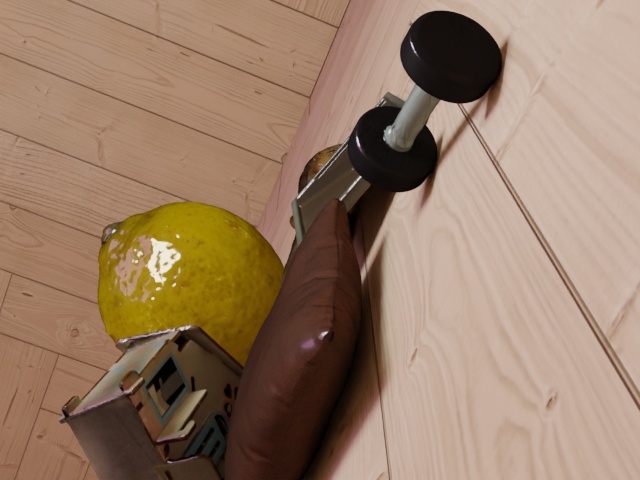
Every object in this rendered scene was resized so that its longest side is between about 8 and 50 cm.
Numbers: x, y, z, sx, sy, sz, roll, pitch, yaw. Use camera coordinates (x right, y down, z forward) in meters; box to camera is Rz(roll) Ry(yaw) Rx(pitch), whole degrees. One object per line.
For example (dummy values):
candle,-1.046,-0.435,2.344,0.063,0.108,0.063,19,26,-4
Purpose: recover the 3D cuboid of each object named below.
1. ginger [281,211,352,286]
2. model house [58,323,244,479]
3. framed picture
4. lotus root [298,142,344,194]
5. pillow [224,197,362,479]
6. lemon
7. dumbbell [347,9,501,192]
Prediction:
ginger,0.000,0.001,1.446,0.166,0.080,0.333,-46,13,26
model house,-0.157,0.259,1.221,0.244,0.169,0.326,-61,-48,-63
framed picture,0.044,-0.106,1.354,0.240,0.020,0.324,-49,10,7
lotus root,-0.005,-0.101,1.734,0.329,0.078,0.167,156,136,-79
pillow,-0.027,0.142,1.106,0.308,0.108,0.305,-83,13,-61
lemon,-0.241,0.096,1.770,0.350,0.387,0.350,-43,12,12
dumbbell,0.104,-0.141,0.997,0.191,0.100,0.100,120,168,-52
